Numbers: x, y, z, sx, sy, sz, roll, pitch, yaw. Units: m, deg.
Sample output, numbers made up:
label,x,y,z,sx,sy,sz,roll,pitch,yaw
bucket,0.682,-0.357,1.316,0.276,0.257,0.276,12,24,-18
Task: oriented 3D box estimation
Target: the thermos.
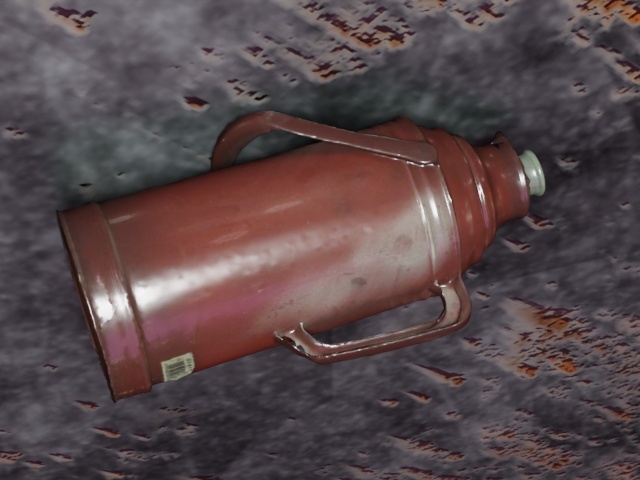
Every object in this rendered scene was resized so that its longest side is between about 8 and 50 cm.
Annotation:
label,x,y,z,sx,sy,sz,roll,pitch,yaw
thermos,0.000,0.002,0.701,0.232,0.124,0.099,-15,150,-11
